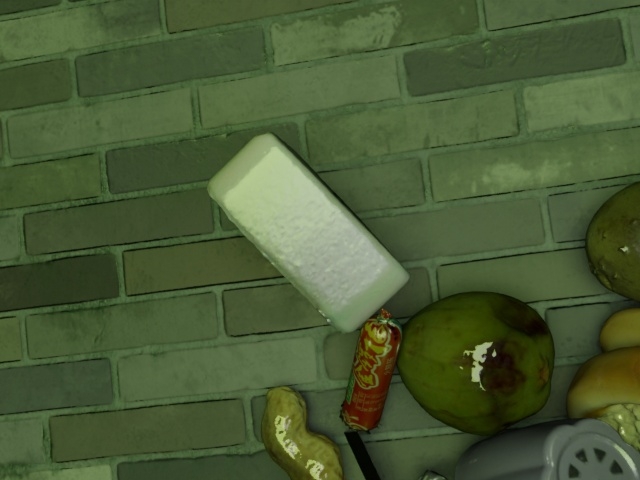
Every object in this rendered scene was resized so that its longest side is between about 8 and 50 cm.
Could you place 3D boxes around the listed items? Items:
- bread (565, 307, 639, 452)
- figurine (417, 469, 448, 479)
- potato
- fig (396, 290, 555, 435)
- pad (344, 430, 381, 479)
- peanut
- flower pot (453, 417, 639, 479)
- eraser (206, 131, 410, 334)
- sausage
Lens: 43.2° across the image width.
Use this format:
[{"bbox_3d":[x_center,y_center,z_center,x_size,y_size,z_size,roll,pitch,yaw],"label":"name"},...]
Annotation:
[{"bbox_3d":[0.606,0.300,1.268,0.424,0.245,0.329,30,132,16],"label":"bread"},{"bbox_3d":[0.230,0.496,1.345,0.222,0.145,0.145,35,92,15],"label":"figurine"},{"bbox_3d":[0.611,-0.014,1.284,0.359,0.219,0.269,4,79,15],"label":"potato"},{"bbox_3d":[0.244,0.195,1.336,0.271,0.239,0.239,13,87,41],"label":"fig"},{"bbox_3d":[0.093,0.415,1.386,0.004,0.127,0.190,-24,82,-15],"label":"pad"},{"bbox_3d":[-0.034,0.365,1.425,0.103,0.098,0.229,-30,79,-36],"label":"peanut"},{"bbox_3d":[0.363,0.396,1.231,0.265,0.243,0.265,7,63,-14],"label":"flower pot"},{"bbox_3d":[0.000,0.000,1.311,0.150,0.331,0.331,-41,80,4],"label":"eraser"},{"bbox_3d":[0.087,0.210,1.347,0.083,0.083,0.264,17,130,11],"label":"sausage"}]
